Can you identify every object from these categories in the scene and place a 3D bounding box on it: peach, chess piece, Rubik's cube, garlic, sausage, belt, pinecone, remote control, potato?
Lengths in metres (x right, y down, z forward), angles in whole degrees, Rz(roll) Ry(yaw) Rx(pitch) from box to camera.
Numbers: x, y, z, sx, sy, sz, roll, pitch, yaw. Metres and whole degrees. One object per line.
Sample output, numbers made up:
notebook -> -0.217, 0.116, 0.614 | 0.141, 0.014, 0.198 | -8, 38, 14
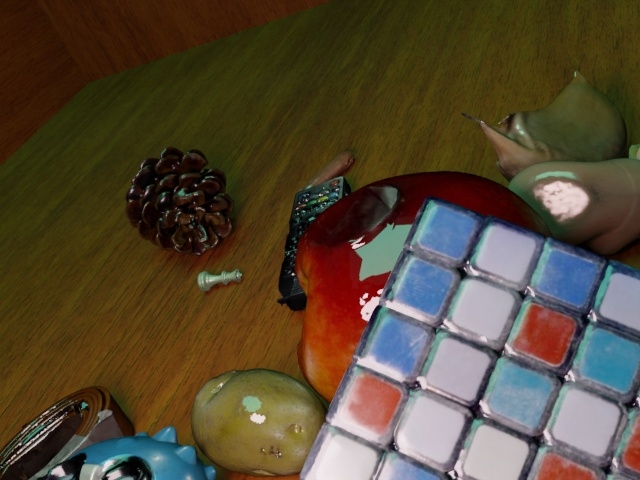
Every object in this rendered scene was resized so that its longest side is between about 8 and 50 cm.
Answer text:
peach -> 0.131, 0.068, 1.129 | 0.405, 0.310, 0.335 | -22, 27, 16
chess piece -> -0.204, 0.078, 1.660 | 0.093, 0.042, 0.042 | -11, 33, 16
Rubik's cube -> 0.178, 0.170, 0.775 | 0.286, 0.292, 0.293 | 22, 73, 15
garlic -> 0.382, -0.163, 1.368 | 0.338, 0.196, 0.151 | -24, -6, -34
sausage -> 0.016, -0.149, 1.828 | 0.043, 0.043, 0.186 | 12, 49, 49
belt -> -0.437, 0.365, 1.336 | 0.261, 0.105, 0.184 | -38, 33, -19
pinecone -> -0.311, -0.084, 1.832 | 0.244, 0.244, 0.309 | -35, 46, -13
remote control -> 0.000, 0.000, 1.585 | 0.144, 0.062, 0.399 | -18, 30, 16
potato -> -0.096, 0.262, 1.153 | 0.159, 0.174, 0.251 | -48, 20, -26

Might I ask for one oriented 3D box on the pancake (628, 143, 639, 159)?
pancake -> 0.654, -0.123, 1.245 | 0.376, 0.054, 0.197 | 3, 41, 41

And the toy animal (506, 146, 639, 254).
toy animal -> 0.406, -0.058, 1.231 | 0.250, 0.167, 0.154 | -8, -12, 6

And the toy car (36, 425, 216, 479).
toy car -> -0.250, 0.355, 1.115 | 0.255, 0.189, 0.190 | -11, 24, 34
